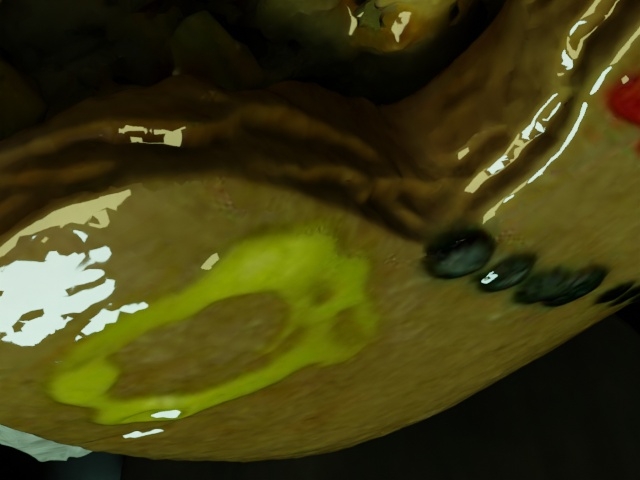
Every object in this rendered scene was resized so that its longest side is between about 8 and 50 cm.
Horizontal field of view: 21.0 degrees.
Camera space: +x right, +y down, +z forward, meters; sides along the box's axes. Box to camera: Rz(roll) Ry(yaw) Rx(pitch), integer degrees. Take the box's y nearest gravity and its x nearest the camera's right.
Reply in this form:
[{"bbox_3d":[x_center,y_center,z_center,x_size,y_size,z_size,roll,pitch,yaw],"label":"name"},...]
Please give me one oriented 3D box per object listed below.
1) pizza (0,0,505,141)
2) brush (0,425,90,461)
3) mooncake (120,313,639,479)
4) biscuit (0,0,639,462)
[{"bbox_3d":[-0.073,-0.084,0.424,0.287,0.074,0.251,-7,147,-11],"label":"pizza"},{"bbox_3d":[0.000,0.000,0.596,0.327,0.065,0.070,-27,143,23],"label":"brush"},{"bbox_3d":[0.061,0.142,0.760,0.306,0.154,0.306,-9,150,-5],"label":"mooncake"},{"bbox_3d":[0.046,-0.015,0.475,0.277,0.052,0.262,-33,156,16],"label":"biscuit"}]
